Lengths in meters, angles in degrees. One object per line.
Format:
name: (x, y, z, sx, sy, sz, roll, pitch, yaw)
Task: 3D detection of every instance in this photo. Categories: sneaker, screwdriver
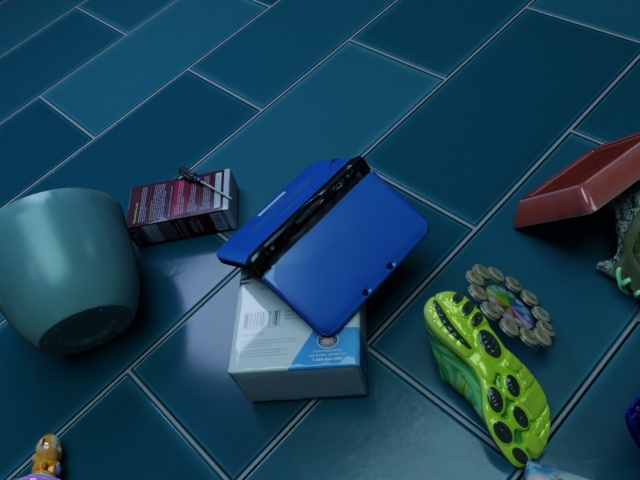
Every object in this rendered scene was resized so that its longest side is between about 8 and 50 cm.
sneaker: (0.574, 0.059, 1.062, 0.182, 0.158, 0.410, -26, 50, 47)
sneaker: (0.267, 0.219, 1.014, 0.110, 0.123, 0.295, -24, 70, -10)
screwdriver: (-0.253, -0.128, 1.375, 0.170, 0.024, 0.025, 24, 89, 29)

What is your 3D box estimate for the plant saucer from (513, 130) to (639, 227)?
plant saucer: (0.497, -0.121, 1.132, 0.259, 0.259, 0.047, -34, 92, -11)

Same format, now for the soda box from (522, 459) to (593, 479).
soda box: (0.381, 0.378, 0.889, 0.183, 0.063, 0.058, 12, 58, 22)

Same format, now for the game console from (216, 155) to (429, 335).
game console: (0.000, 0.000, 1.136, 0.293, 0.173, 0.250, -44, 23, -20)

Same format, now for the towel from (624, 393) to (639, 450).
towel: (0.562, 0.207, 0.887, 0.308, 0.227, 0.076, -41, 27, -16)

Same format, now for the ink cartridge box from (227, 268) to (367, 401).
ink cartridge box: (-0.030, 0.125, 1.147, 0.223, 0.129, 0.307, -6, 52, 10)

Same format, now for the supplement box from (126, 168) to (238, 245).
supplement box: (-0.310, -0.074, 1.408, 0.240, 0.073, 0.130, -9, 50, 7)

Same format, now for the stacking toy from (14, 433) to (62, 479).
stacking toy: (-0.475, 0.453, 1.025, 0.166, 0.175, 0.301, -12, 38, 5)

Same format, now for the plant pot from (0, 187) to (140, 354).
plant pot: (-0.491, 0.079, 1.217, 0.293, 0.293, 0.235, -27, 66, -6)

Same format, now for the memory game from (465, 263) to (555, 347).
memory game: (0.325, 0.108, 1.062, 0.186, 0.012, 0.186, 25, 32, -17)
